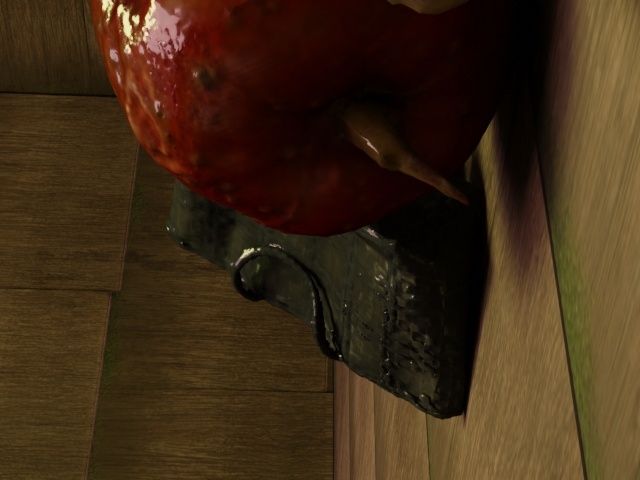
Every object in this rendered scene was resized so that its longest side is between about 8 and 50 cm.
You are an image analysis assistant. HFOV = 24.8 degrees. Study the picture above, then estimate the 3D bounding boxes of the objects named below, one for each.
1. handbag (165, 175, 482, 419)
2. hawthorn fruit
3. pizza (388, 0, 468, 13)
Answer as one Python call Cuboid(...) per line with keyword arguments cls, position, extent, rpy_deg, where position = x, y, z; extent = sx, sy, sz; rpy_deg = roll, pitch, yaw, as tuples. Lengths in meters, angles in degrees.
Cuboid(cls="handbag", position=(0.000, 0.000, 0.989), extent=(0.088, 0.270, 0.175), rpy_deg=(-36, -31, -38))
Cuboid(cls="hawthorn fruit", position=(-0.011, -0.137, 0.802), extent=(0.258, 0.258, 0.262), rpy_deg=(94, -166, -49))
Cuboid(cls="pizza", position=(0.029, -0.281, 0.549), extent=(0.435, 0.080, 0.392), rpy_deg=(-31, -65, -77))
